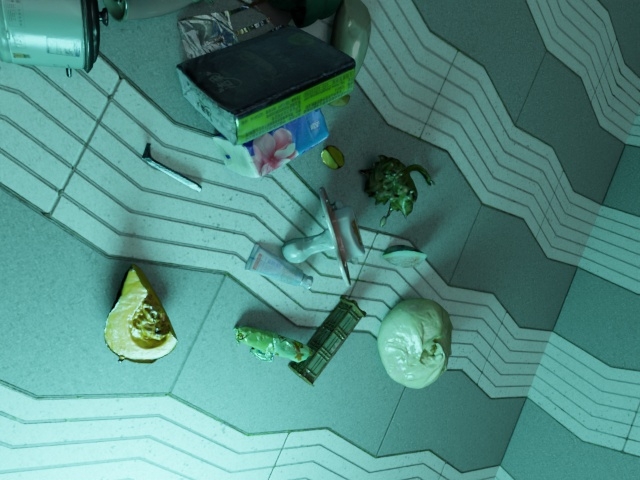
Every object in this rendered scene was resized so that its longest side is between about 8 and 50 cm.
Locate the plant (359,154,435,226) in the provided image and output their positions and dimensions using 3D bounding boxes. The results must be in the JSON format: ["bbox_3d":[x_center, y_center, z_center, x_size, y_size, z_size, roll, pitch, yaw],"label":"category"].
[{"bbox_3d":[0.283,-0.231,1.693,0.251,0.180,0.333,65,31,-18],"label":"plant"}]

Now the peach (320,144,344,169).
[{"bbox_3d":[0.036,-0.276,1.518,0.083,0.050,0.077,13,69,-45],"label":"peach"}]

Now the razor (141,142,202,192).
[{"bbox_3d":[-0.408,-0.189,1.250,0.190,0.033,0.066,35,38,-37],"label":"razor"}]

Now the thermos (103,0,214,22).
[{"bbox_3d":[-0.393,-0.640,1.111,0.265,0.146,0.176,-30,90,-35],"label":"thermos"}]

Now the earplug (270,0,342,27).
[{"bbox_3d":[-0.058,-0.733,1.266,0.280,0.164,0.257,-8,127,-24],"label":"earplug"}]

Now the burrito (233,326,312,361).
[{"bbox_3d":[-0.163,0.354,1.492,0.288,0.054,0.104,26,101,-28],"label":"burrito"}]

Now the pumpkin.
[{"bbox_3d":[-0.512,0.199,1.223,0.163,0.111,0.278,-25,115,-11],"label":"pumpkin"}]

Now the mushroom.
[{"bbox_3d":[0.082,-0.603,1.445,0.128,0.128,0.350,11,97,-35],"label":"mushroom"}]

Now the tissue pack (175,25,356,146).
[{"bbox_3d":[-0.141,-0.430,1.223,0.394,0.288,0.124,-32,147,-24],"label":"tissue pack"}]

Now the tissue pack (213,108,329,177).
[{"bbox_3d":[-0.139,-0.293,1.307,0.270,0.209,0.137,-36,126,-25],"label":"tissue pack"}]

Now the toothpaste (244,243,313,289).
[{"bbox_3d":[-0.130,0.097,1.484,0.234,0.057,0.089,27,82,-28],"label":"toothpaste"}]

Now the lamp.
[{"bbox_3d":[0.026,0.353,1.617,0.325,0.089,0.090,-50,121,-17],"label":"lamp"}]

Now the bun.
[{"bbox_3d":[0.402,0.412,1.808,0.361,0.213,0.361,-7,103,-30],"label":"bun"}]

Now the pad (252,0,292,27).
[{"bbox_3d":[-0.149,-0.721,1.330,0.188,0.006,0.113,41,76,-33],"label":"pad"}]

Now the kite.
[{"bbox_3d":[-0.249,-0.594,1.279,0.310,0.015,0.169,-42,119,-19],"label":"kite"}]

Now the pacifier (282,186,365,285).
[{"bbox_3d":[0.027,-0.006,1.465,0.273,0.220,0.332,-20,96,-30],"label":"pacifier"}]

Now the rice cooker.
[{"bbox_3d":[-0.570,-0.484,0.953,0.227,0.241,0.280,-7,139,-28],"label":"rice cooker"}]

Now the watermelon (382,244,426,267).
[{"bbox_3d":[0.317,0.060,1.771,0.180,0.081,0.094,17,106,-20],"label":"watermelon"}]
